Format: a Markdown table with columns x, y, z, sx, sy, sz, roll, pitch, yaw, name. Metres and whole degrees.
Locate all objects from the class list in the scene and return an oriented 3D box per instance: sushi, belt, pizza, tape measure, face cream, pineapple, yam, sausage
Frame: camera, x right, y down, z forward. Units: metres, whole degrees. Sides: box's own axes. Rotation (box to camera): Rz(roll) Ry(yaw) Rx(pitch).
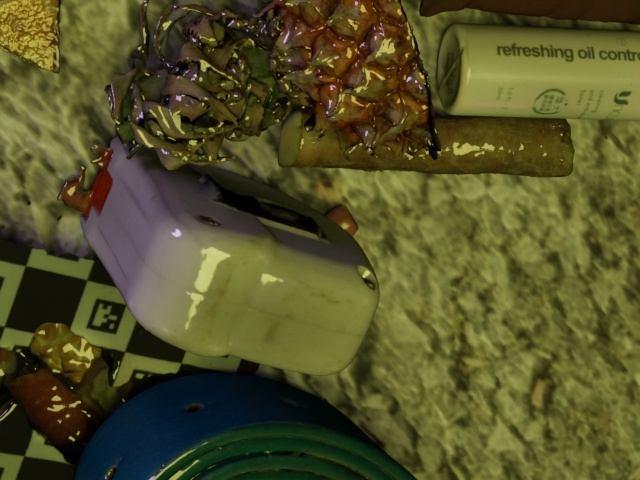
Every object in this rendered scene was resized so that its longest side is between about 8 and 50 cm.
| x | y | z | sx | sy | sz | roll | pitch | yaw | name |
| --- | --- | --- | --- | --- | --- | --- | --- | --- | --- |
| -0.254 | 0.181 | 1.496 | 0.343 | 0.064 | 0.359 | 15 | 101 | -31 | sushi |
| -0.040 | 0.316 | 1.520 | 0.436 | 0.173 | 0.300 | 40 | 89 | -34 | belt |
| -0.275 | -0.235 | 1.365 | 0.185 | 0.036 | 0.176 | -40 | 115 | 1 | pizza |
| -0.084 | 0.010 | 1.385 | 0.265 | 0.258 | 0.130 | 15 | 104 | -27 | tape measure |
| 0.274 | -0.162 | 1.490 | 0.311 | 0.092 | 0.092 | 2 | 109 | -14 | face cream |
| -0.060 | -0.152 | 1.335 | 0.272 | 0.262 | 0.262 | -19 | 112 | 1 | pineapple |
| 0.104 | -0.095 | 1.488 | 0.300 | 0.066 | 0.066 | 0 | 109 | -14 | yam |
| 0.000 | 0.000 | 1.513 | 0.083 | 0.034 | 0.034 | -39 | 113 | 4 | sausage |

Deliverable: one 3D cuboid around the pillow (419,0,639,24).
| x | y | z | sx | sy | sz | roll | pitch | yaw | name |
| --- | --- | --- | --- | --- | --- | --- | --- | --- | --- |
| 0.254 | -0.346 | 1.407 | 0.305 | 0.108 | 0.307 | 3 | 105 | -16 | pillow |
